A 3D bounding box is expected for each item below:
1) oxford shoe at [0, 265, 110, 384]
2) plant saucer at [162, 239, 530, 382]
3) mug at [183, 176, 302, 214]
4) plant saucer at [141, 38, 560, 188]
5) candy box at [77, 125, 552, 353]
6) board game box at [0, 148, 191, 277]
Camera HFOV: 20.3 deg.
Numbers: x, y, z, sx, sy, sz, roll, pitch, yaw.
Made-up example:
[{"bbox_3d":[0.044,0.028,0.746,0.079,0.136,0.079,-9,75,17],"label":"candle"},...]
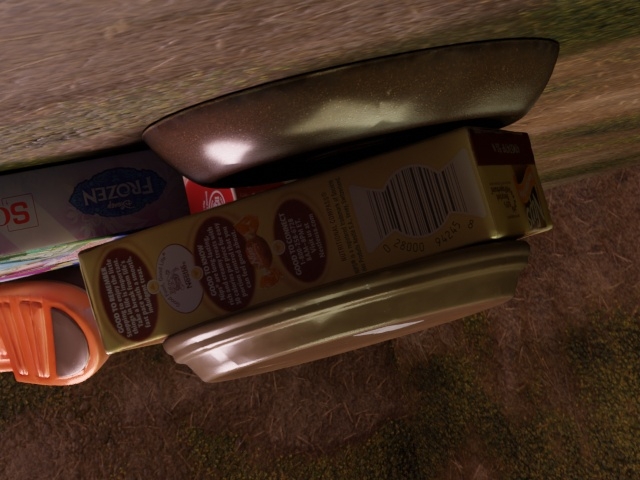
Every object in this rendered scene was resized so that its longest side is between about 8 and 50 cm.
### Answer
[{"bbox_3d":[-0.332,0.060,1.756,0.364,0.130,0.133,7,-148,28],"label":"oxford shoe"},{"bbox_3d":[0.023,0.056,1.305,0.278,0.041,0.278,-15,173,-2],"label":"plant saucer"},{"bbox_3d":[-0.029,-0.017,1.583,0.169,0.150,0.113,-4,148,-42],"label":"mug"},{"bbox_3d":[0.027,-0.086,1.304,0.311,0.050,0.310,-13,178,0],"label":"plant saucer"},{"bbox_3d":[0.000,0.000,1.353,0.316,0.087,0.183,-17,176,19],"label":"candy box"},{"bbox_3d":[-0.302,0.002,1.475,0.318,0.065,0.319,-11,177,-20],"label":"board game box"}]
